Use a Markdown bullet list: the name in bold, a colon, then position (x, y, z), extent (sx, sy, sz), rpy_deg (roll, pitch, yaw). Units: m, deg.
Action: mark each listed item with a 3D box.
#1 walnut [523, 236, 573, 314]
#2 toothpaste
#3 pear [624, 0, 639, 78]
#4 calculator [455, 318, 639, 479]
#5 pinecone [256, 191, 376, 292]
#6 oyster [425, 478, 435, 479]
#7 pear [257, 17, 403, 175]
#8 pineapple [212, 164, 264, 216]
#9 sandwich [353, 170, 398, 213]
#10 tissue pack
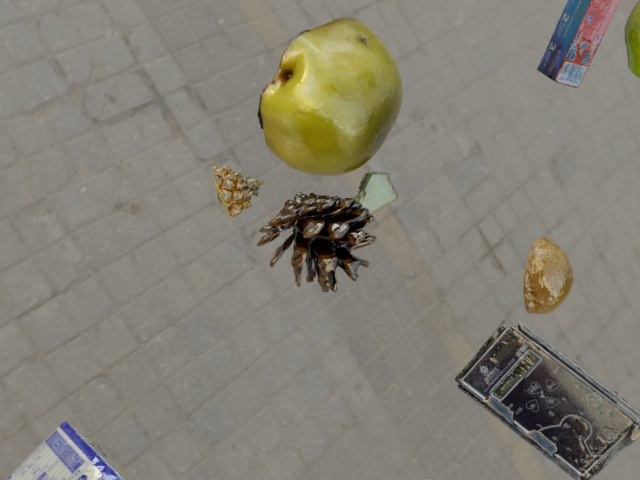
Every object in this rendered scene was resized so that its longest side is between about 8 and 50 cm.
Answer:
- **walnut**: position (0.540, 0.092, 1.708), extent (0.167, 0.087, 0.211), rpy_deg (-55, 141, -23)
- **toothpaste**: position (0.514, -0.453, 1.376), extent (0.066, 0.320, 0.076), rpy_deg (9, 28, -21)
- **pear**: position (0.557, -0.273, 1.001), extent (0.292, 0.159, 0.292), rpy_deg (9, 33, -6)
- **calculator**: position (0.373, 0.262, 1.200), extent (0.274, 0.165, 0.028), rpy_deg (38, 26, 9)
- **pinecone**: position (0.001, 0.003, 1.444), extent (0.201, 0.229, 0.202), rpy_deg (60, 24, -18)
- **oyster**: position (0.272, 0.617, 1.674), extent (0.354, 0.201, 0.107), rpy_deg (5, 107, -58)
- **pear**: position (0.056, -0.279, 1.554), extent (0.191, 0.340, 0.386), rpy_deg (35, 17, 20)
- **pineapple**: position (-0.170, -0.103, 1.520), extent (0.114, 0.077, 0.114), rpy_deg (-12, 71, -30)
- **sandwich**: position (0.120, -0.111, 1.699), extent (0.105, 0.036, 0.093), rpy_deg (-35, 117, -3)
- **tissue pack**: position (-0.450, 0.473, 1.230), extent (0.269, 0.209, 0.137), rpy_deg (-49, 142, -20)
